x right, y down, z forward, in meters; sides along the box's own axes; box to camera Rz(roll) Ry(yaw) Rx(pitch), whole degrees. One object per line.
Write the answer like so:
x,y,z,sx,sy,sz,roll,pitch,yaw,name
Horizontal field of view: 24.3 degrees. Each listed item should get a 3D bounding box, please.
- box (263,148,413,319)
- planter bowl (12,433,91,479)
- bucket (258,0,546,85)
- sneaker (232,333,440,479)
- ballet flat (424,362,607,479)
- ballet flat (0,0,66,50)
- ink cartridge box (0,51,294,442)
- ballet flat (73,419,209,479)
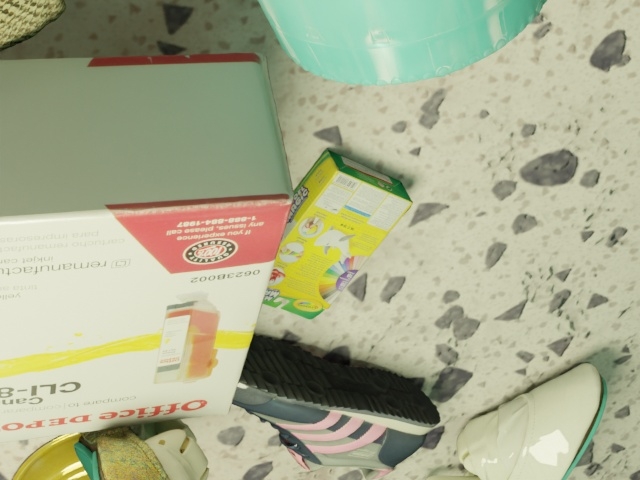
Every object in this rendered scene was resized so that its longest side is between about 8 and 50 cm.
0.000,0.000,1.514,0.105,0.043,0.179,22,116,-34,box
-0.236,0.315,1.649,0.217,0.090,0.217,-9,125,-13,planter bowl
0.052,-0.267,1.154,0.281,0.281,0.183,-22,135,-1,bucket
-0.019,0.197,1.629,0.319,0.112,0.131,20,117,-32,sneaker
0.200,0.297,1.800,0.139,0.139,0.400,10,126,-27,ballet flat
-0.245,-0.343,1.072,0.182,0.164,0.483,-26,143,-28,ballet flat
-0.197,0.019,1.301,0.279,0.160,0.385,-5,149,-16,ink cartridge box
-0.167,0.223,1.441,0.123,0.348,0.123,-1,95,-14,ballet flat
